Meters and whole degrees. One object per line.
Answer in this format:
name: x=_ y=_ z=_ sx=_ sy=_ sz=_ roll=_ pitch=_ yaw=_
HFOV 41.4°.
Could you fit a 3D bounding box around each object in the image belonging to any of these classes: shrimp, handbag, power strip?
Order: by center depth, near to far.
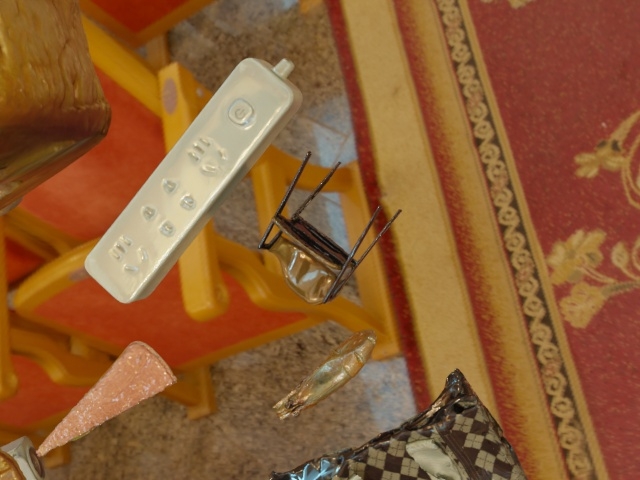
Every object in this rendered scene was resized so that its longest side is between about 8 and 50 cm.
power strip: x=-0.160 y=-0.082 z=1.097 sx=0.091 sy=0.062 sz=0.385 roll=42 pitch=103 yaw=5
shrimp: x=0.011 y=0.225 z=1.416 sx=0.217 sy=0.115 sz=0.051 roll=-41 pitch=93 yaw=-6
handbag: x=0.144 y=0.425 z=1.521 sx=0.416 sy=0.317 sz=0.180 roll=-28 pitch=40 yaw=2

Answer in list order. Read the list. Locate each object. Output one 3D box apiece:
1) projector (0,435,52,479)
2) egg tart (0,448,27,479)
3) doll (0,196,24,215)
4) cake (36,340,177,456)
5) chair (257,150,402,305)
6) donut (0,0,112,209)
projector: x=-0.673 y=0.578 z=1.823 sx=0.198 sy=0.108 sz=0.250 roll=-24 pitch=100 yaw=-8
egg tart: x=-0.595 y=0.426 z=1.354 sx=0.116 sy=0.295 sz=0.295 roll=-41 pitch=56 yaw=17
doll: x=-0.641 y=-0.180 z=1.454 sx=0.235 sy=0.330 sz=0.174 roll=-17 pitch=26 yaw=51
cake: x=-0.334 y=0.234 z=1.277 sx=0.225 sy=0.109 sz=0.090 roll=-30 pitch=92 yaw=-17
chair: x=0.000 y=0.000 z=1.452 sx=0.159 sy=0.172 sz=0.247 roll=39 pitch=101 yaw=18
donut: x=-0.282 y=-0.061 z=0.537 sx=0.330 sy=0.330 sz=0.160 roll=-20 pitch=93 yaw=29
